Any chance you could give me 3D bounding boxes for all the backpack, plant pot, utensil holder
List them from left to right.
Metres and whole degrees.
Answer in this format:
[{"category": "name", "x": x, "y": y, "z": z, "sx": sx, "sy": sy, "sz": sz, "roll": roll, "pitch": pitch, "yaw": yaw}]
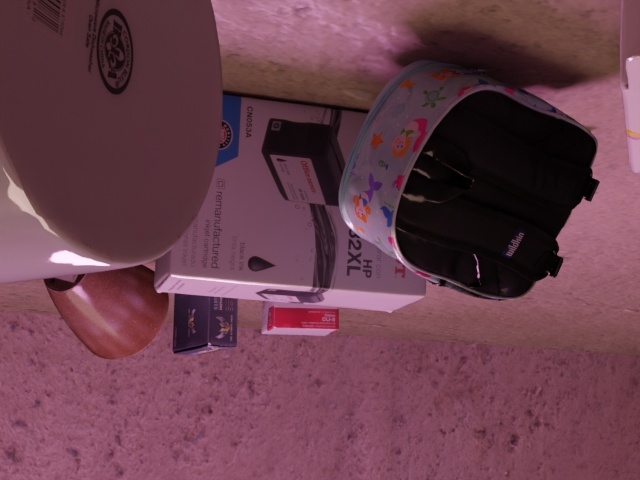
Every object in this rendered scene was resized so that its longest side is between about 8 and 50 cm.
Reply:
[{"category": "utensil holder", "x": -0.307, "y": -0.116, "z": 0.844, "sx": 0.385, "sy": 0.328, "sz": 0.327, "roll": -4, "pitch": 167, "yaw": 23}, {"category": "plant pot", "x": -0.457, "y": 0.102, "z": 2.375, "sx": 0.215, "sy": 0.215, "sz": 0.230, "roll": -2, "pitch": 153, "yaw": 22}, {"category": "backpack", "x": 0.140, "y": -0.069, "z": 1.214, "sx": 0.253, "sy": 0.225, "sz": 0.191, "roll": 14, "pitch": -165, "yaw": -47}]

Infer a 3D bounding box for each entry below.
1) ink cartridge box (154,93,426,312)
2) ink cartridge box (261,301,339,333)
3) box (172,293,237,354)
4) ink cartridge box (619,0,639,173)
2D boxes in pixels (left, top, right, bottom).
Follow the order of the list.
[{"category": "ink cartridge box", "x": -0.032, "y": -0.042, "z": 1.398, "sx": 0.307, "sy": 0.223, "sz": 0.129, "roll": 6, "pitch": 168, "yaw": -16}, {"category": "ink cartridge box", "x": -0.038, "y": 0.085, "z": 2.180, "sx": 0.127, "sy": 0.176, "sz": 0.128, "roll": 2, "pitch": 170, "yaw": -12}, {"category": "box", "x": -0.202, "y": 0.079, "z": 2.038, "sx": 0.059, "sy": 0.233, "sz": 0.183, "roll": 5, "pitch": 169, "yaw": -26}, {"category": "ink cartridge box", "x": 0.364, "y": -0.155, "z": 0.996, "sx": 0.207, "sy": 0.119, "sz": 0.353, "roll": 0, "pitch": 170, "yaw": 16}]
